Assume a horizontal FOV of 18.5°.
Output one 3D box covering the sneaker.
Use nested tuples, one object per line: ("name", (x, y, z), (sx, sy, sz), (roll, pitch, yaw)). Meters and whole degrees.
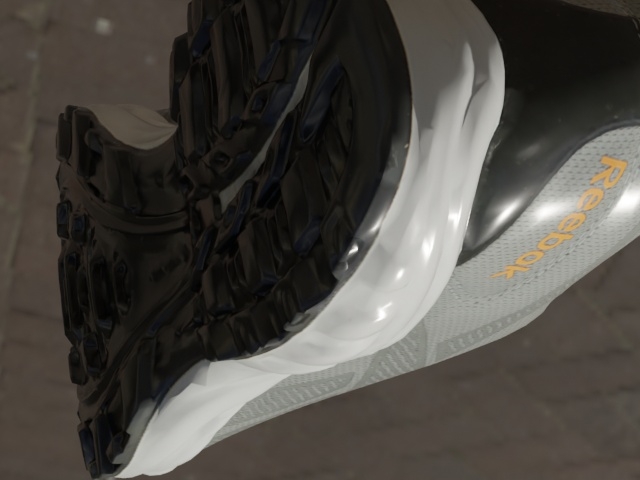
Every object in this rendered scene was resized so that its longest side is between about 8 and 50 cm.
("sneaker", (0.000, 0.000, 0.481), (0.108, 0.100, 0.271), (-4, 171, -24))
